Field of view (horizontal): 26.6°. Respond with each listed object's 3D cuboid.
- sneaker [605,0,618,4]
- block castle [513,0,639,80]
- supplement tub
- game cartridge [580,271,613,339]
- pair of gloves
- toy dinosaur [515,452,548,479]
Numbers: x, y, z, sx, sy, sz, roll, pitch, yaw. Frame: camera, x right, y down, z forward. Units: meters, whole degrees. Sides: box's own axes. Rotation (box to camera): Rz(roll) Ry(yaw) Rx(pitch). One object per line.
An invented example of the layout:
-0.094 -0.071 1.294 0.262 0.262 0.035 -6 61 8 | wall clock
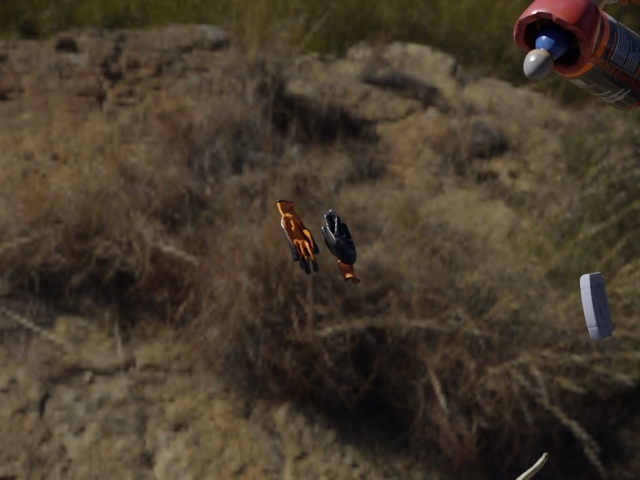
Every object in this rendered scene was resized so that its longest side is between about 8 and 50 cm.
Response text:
0.342 -0.424 1.619 0.111 0.297 0.129 -8 -10 31 | sneaker
0.419 -0.213 1.269 0.453 0.303 0.213 27 63 15 | block castle
0.378 -0.261 1.866 0.198 0.106 0.106 24 24 -36 | supplement tub
0.346 0.083 1.701 0.017 0.083 0.056 -12 -5 28 | game cartridge
0.000 0.000 1.167 0.083 0.010 0.074 12 50 -43 | pair of gloves
0.218 0.394 1.670 0.064 0.268 0.118 21 24 14 | toy dinosaur
